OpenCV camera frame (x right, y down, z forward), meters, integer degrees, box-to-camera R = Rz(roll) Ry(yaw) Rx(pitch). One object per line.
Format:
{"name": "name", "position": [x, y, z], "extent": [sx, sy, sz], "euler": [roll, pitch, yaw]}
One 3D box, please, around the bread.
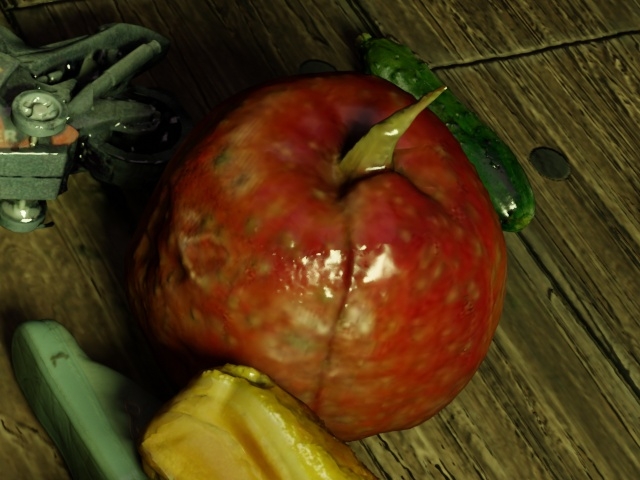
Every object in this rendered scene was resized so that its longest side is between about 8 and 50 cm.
{"name": "bread", "position": [0.052, 0.224, 0.981], "extent": [0.380, 0.185, 0.109], "euler": [41, 78, 12]}

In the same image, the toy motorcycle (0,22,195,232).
{"name": "toy motorcycle", "position": [-0.241, -0.101, 1.204], "extent": [0.307, 0.108, 0.173], "euler": [-1, 47, -23]}

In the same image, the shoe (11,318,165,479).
{"name": "shoe", "position": [-0.127, 0.120, 1.066], "extent": [0.078, 0.079, 0.195], "euler": [-24, 57, -28]}

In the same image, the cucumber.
{"name": "cucumber", "position": [0.096, -0.093, 1.363], "extent": [0.069, 0.069, 0.227], "euler": [-17, 56, -33]}

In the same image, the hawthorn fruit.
{"name": "hawthorn fruit", "position": [-0.006, 0.015, 1.098], "extent": [0.258, 0.262, 0.258], "euler": [-4, 71, 12]}
